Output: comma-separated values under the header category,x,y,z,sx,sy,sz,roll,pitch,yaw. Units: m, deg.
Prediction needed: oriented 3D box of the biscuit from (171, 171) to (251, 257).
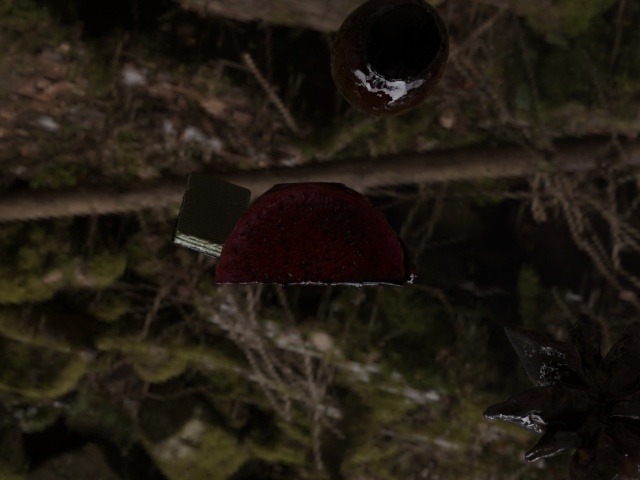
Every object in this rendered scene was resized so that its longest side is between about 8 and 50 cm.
category,x,y,z,sx,sy,sz,roll,pitch,yaw
biscuit,-0.188,-0.045,2.166,0.121,0.040,0.199,19,-147,-11

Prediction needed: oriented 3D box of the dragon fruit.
category,x,y,z,sx,sy,sz,roll,pitch,yaw
dragon fruit,0.000,0.000,1.627,0.261,0.189,0.163,3,-148,4

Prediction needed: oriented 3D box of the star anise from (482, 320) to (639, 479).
category,x,y,z,sx,sy,sz,roll,pitch,yaw
star anise,0.217,0.136,0.959,0.182,0.195,0.065,16,152,-5

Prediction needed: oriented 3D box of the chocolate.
category,x,y,z,sx,sy,sz,roll,pitch,yaw
chocolate,0.088,-0.243,1.642,0.177,0.177,0.177,14,174,1
